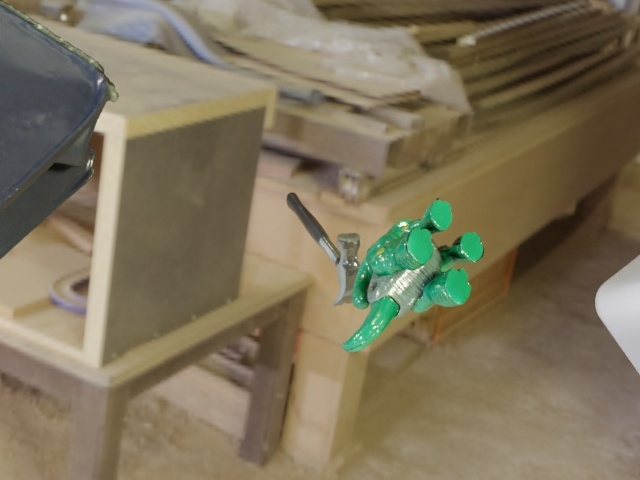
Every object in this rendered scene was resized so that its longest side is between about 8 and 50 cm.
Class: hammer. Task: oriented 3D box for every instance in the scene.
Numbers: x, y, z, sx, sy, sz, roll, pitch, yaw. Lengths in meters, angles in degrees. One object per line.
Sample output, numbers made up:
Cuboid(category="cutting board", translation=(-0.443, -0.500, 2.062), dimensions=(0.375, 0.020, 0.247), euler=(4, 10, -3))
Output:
Cuboid(category="hammer", translation=(0.000, 0.000, 1.458), dimensions=(0.029, 0.103, 0.246), euler=(-10, 25, -16))

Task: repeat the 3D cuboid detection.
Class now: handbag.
Cuboid(category="handbag", translation=(-0.373, -0.080, 0.913), dimensions=(0.303, 0.122, 0.329), euler=(34, 54, 6))

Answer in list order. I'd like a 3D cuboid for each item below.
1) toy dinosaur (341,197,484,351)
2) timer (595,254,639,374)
Cuboid(category="toy dinosaur", translation=(0.052, 0.025, 0.768), dimensions=(0.059, 0.096, 0.132), euler=(45, 50, -14))
Cuboid(category="timer", translation=(0.356, 0.058, 0.847), dimensions=(0.192, 0.194, 0.195), euler=(-36, 3, -13))
